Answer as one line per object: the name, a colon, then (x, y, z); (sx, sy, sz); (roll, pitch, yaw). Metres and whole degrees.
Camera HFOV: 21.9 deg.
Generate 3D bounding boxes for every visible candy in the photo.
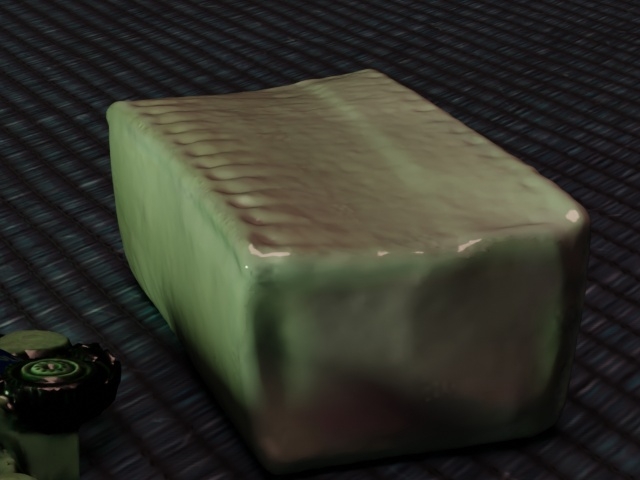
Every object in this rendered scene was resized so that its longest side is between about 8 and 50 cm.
candy: (0.002, 0.001, 1.042); (0.208, 0.145, 0.359); (-9, 21, -18)

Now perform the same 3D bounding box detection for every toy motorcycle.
toy motorcycle: (-0.201, 0.100, 0.815); (0.196, 0.125, 0.331); (2, 13, -3)
